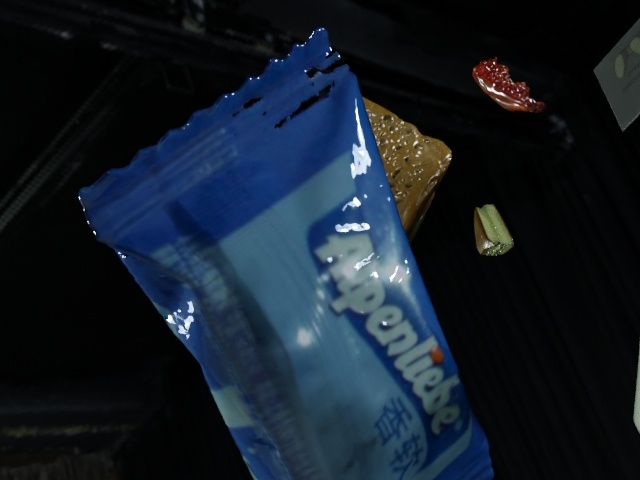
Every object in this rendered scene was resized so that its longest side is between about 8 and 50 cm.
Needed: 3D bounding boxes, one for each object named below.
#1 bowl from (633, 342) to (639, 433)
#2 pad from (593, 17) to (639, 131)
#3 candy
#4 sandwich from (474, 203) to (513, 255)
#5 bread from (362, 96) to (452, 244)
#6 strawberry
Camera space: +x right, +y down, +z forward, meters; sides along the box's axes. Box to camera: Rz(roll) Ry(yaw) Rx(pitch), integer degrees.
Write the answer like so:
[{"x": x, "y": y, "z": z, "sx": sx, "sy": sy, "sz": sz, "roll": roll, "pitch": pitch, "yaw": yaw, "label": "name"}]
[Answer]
[{"x": 0.244, "y": 0.095, "z": 0.450, "sx": 0.238, "sy": 0.238, "sz": 0.126, "roll": 16, "pitch": -85, "yaw": -49, "label": "bowl"}, {"x": 0.499, "y": -0.276, "z": 1.547, "sx": 0.004, "sy": 0.127, "sz": 0.190, "roll": -1, "pitch": -31, "yaw": -26, "label": "pad"}, {"x": 0.002, "y": 0.066, "z": 0.578, "sx": 0.187, "sy": 0.331, "sz": 0.077, "roll": -37, "pitch": 28, "yaw": -30, "label": "candy"}, {"x": 0.189, "y": -0.002, "z": 1.105, "sx": 0.031, "sy": 0.083, "sz": 0.044, "roll": -2, "pitch": -59, "yaw": -3, "label": "sandwich"}, {"x": 0.000, "y": 0.000, "z": 0.817, "sx": 0.139, "sy": 0.271, "sz": 0.077, "roll": 27, "pitch": -31, "yaw": 1, "label": "bread"}, {"x": 0.284, "y": -0.227, "z": 1.525, "sx": 0.048, "sy": 0.152, "sz": 0.104, "roll": -45, "pitch": -56, "yaw": 10, "label": "strawberry"}]
